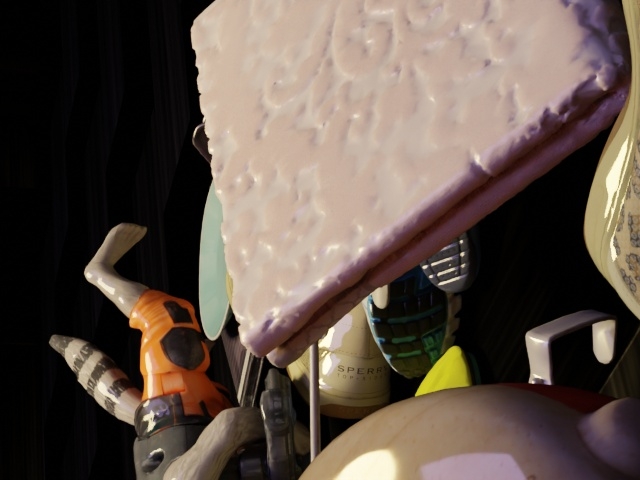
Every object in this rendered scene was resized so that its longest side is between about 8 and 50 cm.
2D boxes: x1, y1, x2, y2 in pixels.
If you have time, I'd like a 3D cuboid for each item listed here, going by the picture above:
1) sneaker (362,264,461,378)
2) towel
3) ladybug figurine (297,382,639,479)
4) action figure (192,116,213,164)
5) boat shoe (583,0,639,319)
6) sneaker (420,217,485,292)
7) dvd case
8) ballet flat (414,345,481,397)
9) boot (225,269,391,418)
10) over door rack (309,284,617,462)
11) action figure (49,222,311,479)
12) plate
[{"bbox_3d":[0.046,0.006,1.382,0.083,0.071,0.190,172,84,-70],"label":"sneaker"},{"bbox_3d":[0.049,-0.121,1.232,0.317,0.053,0.331,-39,41,27],"label":"towel"},{"bbox_3d":[0.100,0.237,0.908,0.305,0.162,0.449,45,137,28],"label":"ladybug figurine"},{"bbox_3d":[-0.023,-0.152,1.585,0.185,0.099,0.285,-61,-3,33],"label":"action figure"},{"bbox_3d":[0.192,-0.070,0.873,0.089,0.105,0.285,-111,17,-47],"label":"boat shoe"},{"bbox_3d":[0.091,-0.036,1.330,0.053,0.059,0.144,-14,85,40],"label":"sneaker"},{"bbox_3d":[-0.079,0.050,2.011,0.221,0.018,0.164,-110,28,-58],"label":"dvd case"},{"bbox_3d":[0.075,0.178,1.283,0.077,0.077,0.231,120,150,-63],"label":"ballet flat"},{"bbox_3d":[0.000,0.000,1.555,0.262,0.095,0.203,-127,41,-58],"label":"boot"},{"bbox_3d":[0.040,0.182,1.169,0.239,0.108,0.324,14,96,52],"label":"over door rack"},{"bbox_3d":[-0.105,0.198,1.618,0.341,0.179,0.330,85,166,-47],"label":"action figure"},{"bbox_3d":[-0.099,0.012,2.013,0.188,0.024,0.188,-176,90,-76],"label":"plate"}]
